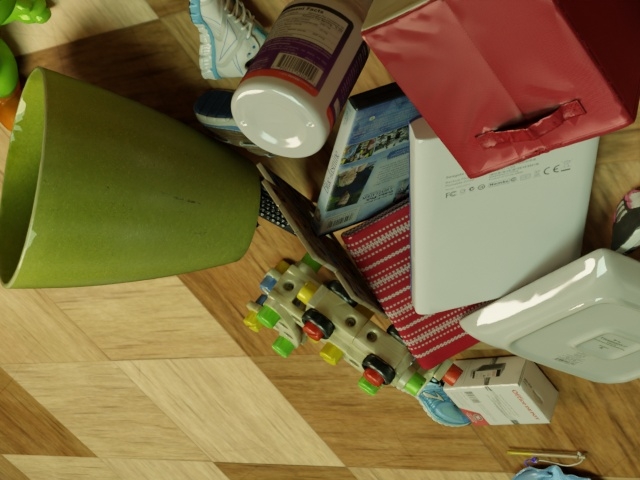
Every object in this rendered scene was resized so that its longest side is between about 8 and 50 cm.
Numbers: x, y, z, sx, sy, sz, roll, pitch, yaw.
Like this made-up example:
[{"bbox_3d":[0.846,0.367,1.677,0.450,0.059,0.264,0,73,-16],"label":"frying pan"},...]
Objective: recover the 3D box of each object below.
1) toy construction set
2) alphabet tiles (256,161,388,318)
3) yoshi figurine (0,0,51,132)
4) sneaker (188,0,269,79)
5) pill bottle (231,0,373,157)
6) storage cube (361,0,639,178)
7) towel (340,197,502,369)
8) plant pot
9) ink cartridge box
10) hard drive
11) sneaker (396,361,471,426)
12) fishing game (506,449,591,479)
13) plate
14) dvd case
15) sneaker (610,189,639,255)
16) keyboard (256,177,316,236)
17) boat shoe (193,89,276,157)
[{"bbox_3d":[0.046,0.136,1.775,0.327,0.151,0.215,23,160,3],"label":"toy construction set"},{"bbox_3d":[0.000,0.000,1.564,0.198,0.009,0.237,56,-172,21],"label":"alphabet tiles"},{"bbox_3d":[-0.440,-0.247,1.570,0.202,0.204,0.362,4,141,3],"label":"yoshi figurine"},{"bbox_3d":[-0.099,-0.253,1.444,0.082,0.071,0.191,10,152,11],"label":"sneaker"},{"bbox_3d":[-0.011,-0.191,1.345,0.108,0.193,0.108,18,145,13],"label":"pill bottle"},{"bbox_3d":[0.180,-0.208,1.185,0.183,0.215,0.193,-18,126,36],"label":"storage cube"},{"bbox_3d":[0.165,0.038,1.597,0.198,0.031,0.275,-29,129,5],"label":"towel"},{"bbox_3d":[-0.235,-0.057,1.601,0.293,0.275,0.275,9,152,-22],"label":"plant pot"},{"bbox_3d":[0.265,0.221,1.848,0.135,0.056,0.099,-9,134,41],"label":"ink cartridge box"},{"bbox_3d":[0.207,-0.041,1.454,0.210,0.040,0.319,-13,142,-5],"label":"hard drive"},{"bbox_3d":[0.179,0.224,1.905,0.162,0.063,0.073,35,142,-14],"label":"sneaker"},{"bbox_3d":[0.400,0.425,2.057,0.189,0.041,0.264,-7,127,38],"label":"fishing game"},{"bbox_3d":[0.360,0.113,1.577,0.277,0.045,0.278,19,150,-27],"label":"plate"},{"bbox_3d":[0.089,-0.104,1.442,0.022,0.180,0.253,59,155,24],"label":"dvd case"},{"bbox_3d":[0.393,-0.026,1.426,0.077,0.072,0.178,19,153,-10],"label":"sneaker"},{"bbox_3d":[-0.101,-0.050,1.735,0.192,0.038,0.100,29,146,-4],"label":"keyboard"},{"bbox_3d":[-0.069,-0.142,1.574,0.183,0.066,0.066,18,152,29],"label":"boat shoe"}]
